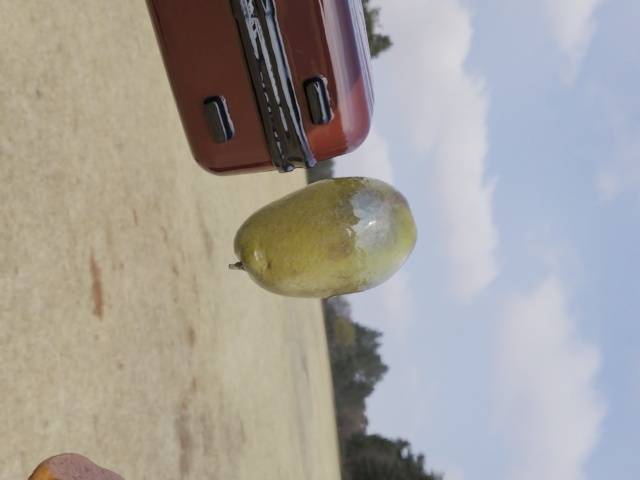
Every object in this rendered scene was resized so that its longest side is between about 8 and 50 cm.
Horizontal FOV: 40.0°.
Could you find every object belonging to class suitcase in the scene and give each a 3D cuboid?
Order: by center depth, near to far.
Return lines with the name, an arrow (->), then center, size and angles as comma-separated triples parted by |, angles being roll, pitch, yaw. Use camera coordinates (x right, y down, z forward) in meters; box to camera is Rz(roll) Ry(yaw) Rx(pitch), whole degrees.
suitcase -> -0.052, -0.221, 0.746 | 0.236, 0.161, 0.297 | -79, 157, -66

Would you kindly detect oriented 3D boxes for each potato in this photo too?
potato -> 0.000, 0.000, 1.161 | 0.159, 0.252, 0.174 | -105, 178, -50

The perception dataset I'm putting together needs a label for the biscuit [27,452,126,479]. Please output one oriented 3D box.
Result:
biscuit -> -0.163, 0.337, 0.906 | 0.047, 0.334, 0.202 | -56, 167, 3
